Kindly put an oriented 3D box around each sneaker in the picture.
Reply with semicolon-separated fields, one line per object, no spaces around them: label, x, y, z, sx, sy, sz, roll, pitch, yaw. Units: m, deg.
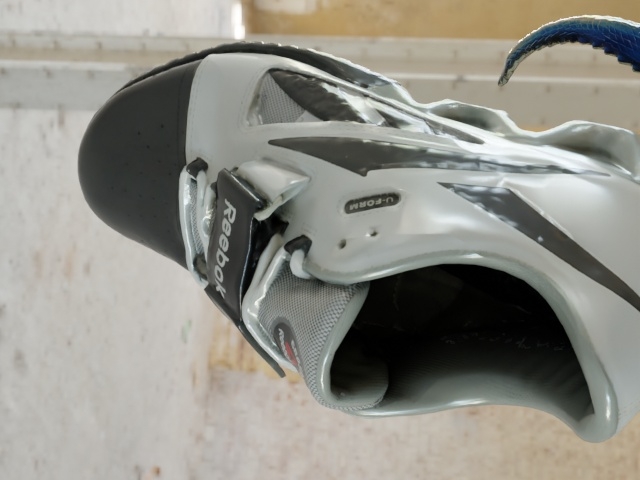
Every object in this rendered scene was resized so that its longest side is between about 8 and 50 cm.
sneaker;0.000;0.000;0.500;0.146;0.330;0.123;-46;137;-44

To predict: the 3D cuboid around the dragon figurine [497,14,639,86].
dragon figurine;0.222;-0.073;0.576;0.085;0.289;0.144;59;36;-55
